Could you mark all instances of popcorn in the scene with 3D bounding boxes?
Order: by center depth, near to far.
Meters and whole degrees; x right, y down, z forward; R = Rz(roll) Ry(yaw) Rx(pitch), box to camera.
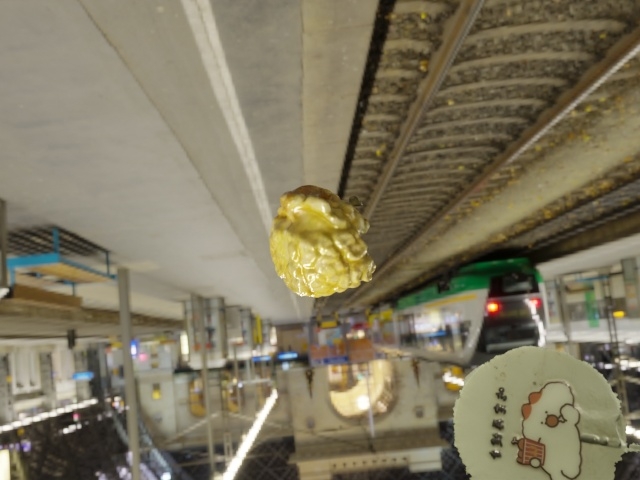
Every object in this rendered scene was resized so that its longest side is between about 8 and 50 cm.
[{"bbox_3d":[0.000,0.000,1.097,0.170,0.180,0.180,-51,161,10],"label":"popcorn"}]

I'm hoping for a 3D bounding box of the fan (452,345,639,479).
[{"bbox_3d":[0.308,0.221,0.835,0.329,0.190,0.009,7,165,7],"label":"fan"}]
